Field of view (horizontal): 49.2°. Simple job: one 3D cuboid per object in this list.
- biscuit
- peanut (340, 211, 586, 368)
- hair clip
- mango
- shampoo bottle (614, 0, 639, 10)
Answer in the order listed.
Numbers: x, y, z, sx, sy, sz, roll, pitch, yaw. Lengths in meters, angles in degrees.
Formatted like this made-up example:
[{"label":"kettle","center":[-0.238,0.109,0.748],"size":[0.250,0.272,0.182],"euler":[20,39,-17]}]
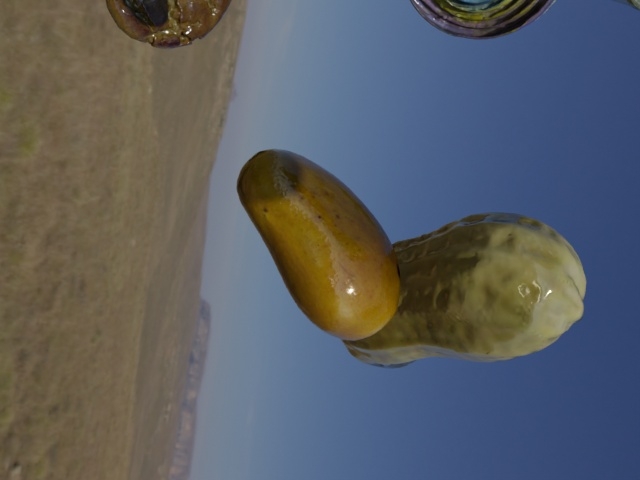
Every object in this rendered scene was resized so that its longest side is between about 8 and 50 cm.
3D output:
[{"label":"biscuit","center":[-0.209,-0.384,1.003],"size":[0.042,0.226,0.226],"euler":[32,-61,39]},{"label":"peanut","center":[0.116,0.061,0.686],"size":[0.305,0.147,0.147],"euler":[-19,-122,46]},{"label":"hair clip","center":[0.102,-0.196,0.485],"size":[0.116,0.172,0.049],"euler":[83,28,-58]},{"label":"mango","center":[0.002,0.000,0.593],"size":[0.090,0.178,0.115],"euler":[-37,175,26]},{"label":"shampoo bottle","center":[0.407,-0.397,0.986],"size":[0.234,0.087,0.118],"euler":[-110,-167,-64]}]
